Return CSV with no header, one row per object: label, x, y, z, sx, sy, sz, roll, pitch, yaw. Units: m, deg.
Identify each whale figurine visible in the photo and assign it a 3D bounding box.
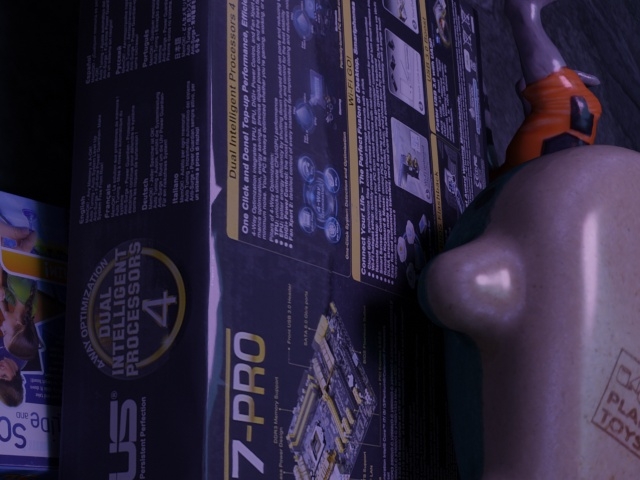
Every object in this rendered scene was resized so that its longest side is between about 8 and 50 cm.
whale figurine,0.120,0.081,0.647,0.216,0.141,0.272,36,63,-22

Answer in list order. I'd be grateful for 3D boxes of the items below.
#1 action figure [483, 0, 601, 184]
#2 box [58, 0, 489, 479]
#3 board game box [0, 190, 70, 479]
action figure,0.141,0.008,0.918,0.341,0.178,0.330,96,5,-78
box,0.000,0.000,0.680,0.318,0.097,0.395,23,62,-57
board game box,-0.182,0.034,0.520,0.201,0.035,0.136,19,57,-52
